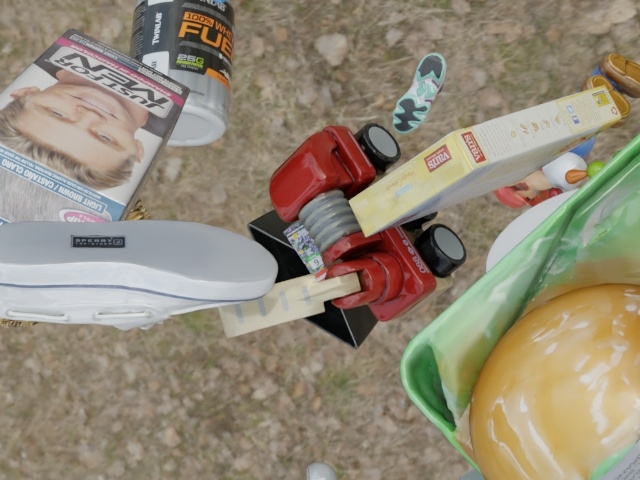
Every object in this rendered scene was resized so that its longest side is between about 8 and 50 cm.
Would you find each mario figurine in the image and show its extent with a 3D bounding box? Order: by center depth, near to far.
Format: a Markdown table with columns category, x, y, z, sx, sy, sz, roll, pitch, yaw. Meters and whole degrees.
| category | x | y | z | sx | sy | sz | roll | pitch | yaw |
| --- | --- | --- | --- | --- | --- | --- | --- | --- | --- |
| mario figurine | 0.389 | -0.136 | 1.547 | 0.320 | 0.198 | 0.170 | -50 | 52 | 56 |

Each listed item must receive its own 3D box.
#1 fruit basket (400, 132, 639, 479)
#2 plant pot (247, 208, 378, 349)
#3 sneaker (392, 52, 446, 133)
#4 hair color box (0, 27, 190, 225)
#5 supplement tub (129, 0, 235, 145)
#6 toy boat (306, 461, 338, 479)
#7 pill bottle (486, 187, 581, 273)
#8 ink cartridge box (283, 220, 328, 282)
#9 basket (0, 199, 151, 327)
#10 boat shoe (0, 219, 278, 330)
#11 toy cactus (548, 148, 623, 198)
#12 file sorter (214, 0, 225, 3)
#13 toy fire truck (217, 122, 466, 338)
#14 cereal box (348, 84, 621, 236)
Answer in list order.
| category | x | y | z | sx | sy | sz | roll | pitch | yaw |
| --- | --- | --- | --- | --- | --- | --- | --- | --- | --- |
| fruit basket | 0.173 | 0.037 | 0.376 | 0.327 | 0.353 | 0.165 | -42 | 91 | -6 |
| plant pot | 0.029 | 0.022 | 1.563 | 0.188 | 0.167 | 0.187 | 28 | 149 | 44 |
| sneaker | 0.119 | -0.166 | 1.150 | 0.038 | 0.069 | 0.098 | 33 | 105 | 9 |
| hair color box | -0.270 | -0.112 | 1.131 | 0.174 | 0.347 | 0.105 | 26 | 117 | -9 |
| supplement tub | -0.259 | -0.351 | 1.876 | 0.194 | 0.194 | 0.315 | -14 | 66 | 38 |
| toy boat | 0.091 | 0.524 | 1.794 | 0.318 | 0.267 | 0.148 | 28 | 132 | 31 |
| pill bottle | 0.227 | 0.109 | 0.726 | 0.161 | 0.161 | 0.283 | -3 | 127 | 36 |
| ink cartridge box | 0.002 | 0.027 | 1.189 | 0.029 | 0.063 | 0.115 | -33 | 94 | 9 |
| basket | -0.437 | 0.041 | 1.682 | 0.213 | 0.299 | 0.223 | 56 | 145 | 17 |
| boat shoe | -0.170 | 0.036 | 0.899 | 0.258 | 0.095 | 0.084 | 6 | 124 | -6 |
| toy cactus | 0.428 | -0.038 | 1.381 | 0.219 | 0.112 | 0.180 | -18 | 63 | 24 |
| file sorter | -0.146 | -0.446 | 1.438 | 0.118 | 0.105 | 0.170 | 32 | 139 | 46 |
| toy fire truck | 0.000 | 0.000 | 1.086 | 0.158 | 0.246 | 0.217 | -41 | 72 | 35 |
| cereal box | 0.167 | -0.081 | 1.013 | 0.173 | 0.240 | 0.047 | -33 | 79 | 51 |
